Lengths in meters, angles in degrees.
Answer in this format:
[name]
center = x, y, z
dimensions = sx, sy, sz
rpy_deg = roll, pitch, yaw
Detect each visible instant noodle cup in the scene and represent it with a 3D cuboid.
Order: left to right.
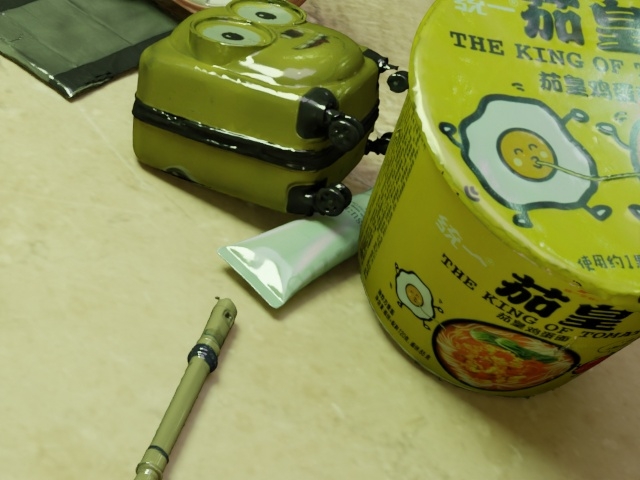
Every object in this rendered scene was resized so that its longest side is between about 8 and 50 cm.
[instant noodle cup]
center = 0.183, -0.030, 1.004
dimensions = 0.325, 0.254, 0.326
rpy_deg = 10, 56, -15

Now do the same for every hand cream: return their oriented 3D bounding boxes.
[hand cream]
center = 0.000, 0.000, 1.094
dimensions = 0.078, 0.050, 0.205
rpy_deg = 44, 43, 18

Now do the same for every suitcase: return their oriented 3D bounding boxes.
[suitcase]
center = -0.048, -0.136, 1.134
dimensions = 0.234, 0.143, 0.194
rpy_deg = 19, 32, 15

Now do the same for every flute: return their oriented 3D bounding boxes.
[flute]
center = -0.100, 0.115, 0.898
dimensions = 0.027, 0.027, 0.233
rpy_deg = 23, 34, -1

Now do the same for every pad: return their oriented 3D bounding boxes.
[pad]
center = -0.254, -0.228, 1.270
dimensions = 0.174, 0.022, 0.233
rpy_deg = 34, 37, 12

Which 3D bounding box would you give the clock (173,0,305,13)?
[clock]
center = -0.089, -0.351, 1.327
dimensions = 0.227, 0.241, 0.142
rpy_deg = 32, 14, 7
